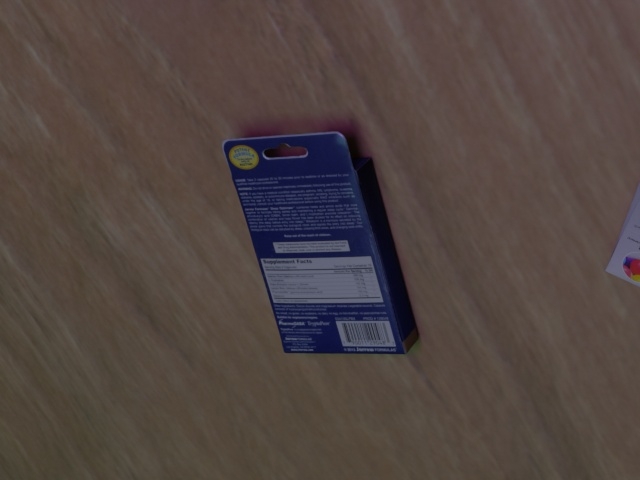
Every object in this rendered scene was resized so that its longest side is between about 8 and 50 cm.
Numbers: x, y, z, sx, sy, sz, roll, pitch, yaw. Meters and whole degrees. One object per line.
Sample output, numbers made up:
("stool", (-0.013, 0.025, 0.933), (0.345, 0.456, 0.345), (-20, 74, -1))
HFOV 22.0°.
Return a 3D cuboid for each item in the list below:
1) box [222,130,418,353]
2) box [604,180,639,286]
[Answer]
("box", (0.000, 0.000, 1.514), (0.136, 0.036, 0.225), (-1, 117, 32))
("box", (0.322, -0.025, 1.302), (0.145, 0.038, 0.186), (26, 126, 17))
